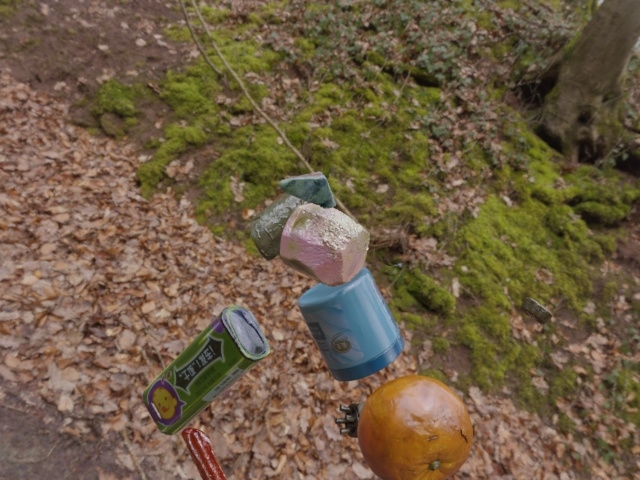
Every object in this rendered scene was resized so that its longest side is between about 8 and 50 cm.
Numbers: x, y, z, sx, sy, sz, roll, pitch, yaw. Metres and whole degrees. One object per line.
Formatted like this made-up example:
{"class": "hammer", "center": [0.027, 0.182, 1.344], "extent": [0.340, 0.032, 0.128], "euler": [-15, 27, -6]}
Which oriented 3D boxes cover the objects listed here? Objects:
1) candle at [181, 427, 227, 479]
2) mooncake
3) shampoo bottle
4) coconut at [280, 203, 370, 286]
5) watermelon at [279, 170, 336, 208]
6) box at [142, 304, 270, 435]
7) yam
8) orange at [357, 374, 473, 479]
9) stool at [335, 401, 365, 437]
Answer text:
{"class": "candle", "center": [-0.216, 0.533, 0.930], "extent": [0.048, 0.051, 0.329], "euler": [-99, 172, -72]}
{"class": "mooncake", "center": [0.302, 0.084, 0.919], "extent": [0.346, 0.057, 0.150], "euler": [15, -21, 45]}
{"class": "shampoo bottle", "center": [0.120, 0.325, 1.740], "extent": [0.331, 0.331, 0.343], "euler": [-68, 133, -81]}
{"class": "coconut", "center": [0.000, 0.000, 1.275], "extent": [0.245, 0.233, 0.233], "euler": [24, 4, 27]}
{"class": "watermelon", "center": [-0.025, -0.145, 1.142], "extent": [0.180, 0.081, 0.094], "euler": [4, 30, -48]}
{"class": "box", "center": [-0.259, 0.292, 0.961], "extent": [0.134, 0.345, 0.097], "euler": [52, 26, 15]}
{"class": "yam", "center": [-0.111, -0.076, 1.523], "extent": [0.168, 0.304, 0.168], "euler": [52, -6, 7]}
{"class": "orange", "center": [0.232, 0.471, 1.075], "extent": [0.284, 0.284, 0.226], "euler": [29, 19, -27]}
{"class": "stool", "center": [0.144, 0.686, 1.677], "extent": [0.121, 0.217, 0.125], "euler": [16, 41, -20]}
